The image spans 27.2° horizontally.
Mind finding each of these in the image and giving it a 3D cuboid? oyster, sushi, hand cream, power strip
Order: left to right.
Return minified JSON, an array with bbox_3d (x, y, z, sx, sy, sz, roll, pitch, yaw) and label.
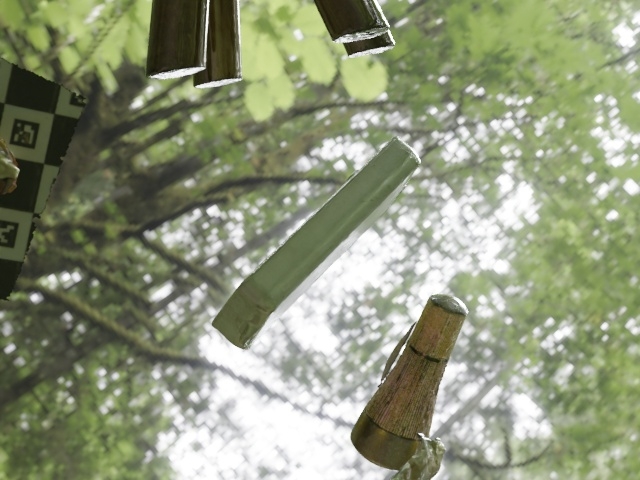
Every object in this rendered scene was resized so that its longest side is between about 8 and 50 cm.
[{"bbox_3d":[-0.294,-0.061,0.977,0.040,0.210,0.192,23,-88,63],"label":"sushi"},{"bbox_3d":[0.000,0.000,1.278,0.046,0.270,0.118,43,-30,6],"label":"power strip"},{"bbox_3d":[0.049,0.261,1.204,0.072,0.209,0.133,45,-44,15],"label":"oyster"},{"bbox_3d":[0.103,0.149,1.426,0.084,0.084,0.203,30,-69,24],"label":"hand cream"}]

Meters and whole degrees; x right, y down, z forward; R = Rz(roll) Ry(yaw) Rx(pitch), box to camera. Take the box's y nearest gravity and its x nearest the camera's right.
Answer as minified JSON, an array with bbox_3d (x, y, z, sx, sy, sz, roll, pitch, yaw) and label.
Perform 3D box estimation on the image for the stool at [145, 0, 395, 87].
[{"bbox_3d":[-0.051,-0.243,1.153,0.272,0.272,0.178,-9,-87,45],"label":"stool"}]
